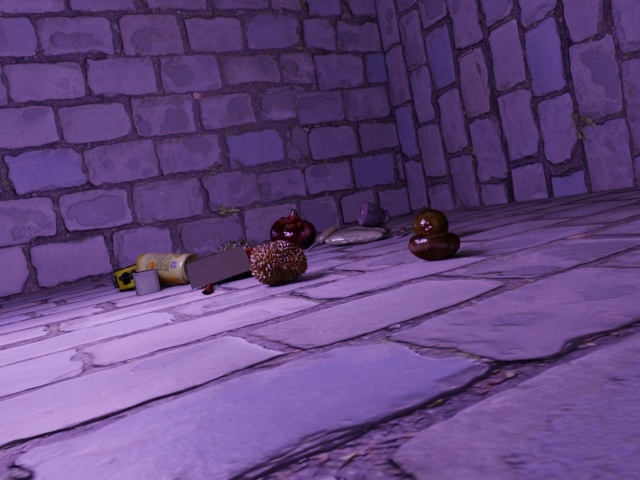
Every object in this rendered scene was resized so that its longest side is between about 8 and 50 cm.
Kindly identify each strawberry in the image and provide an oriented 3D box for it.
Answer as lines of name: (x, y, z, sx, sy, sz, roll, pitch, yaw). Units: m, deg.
strawberry: (-0.269, 0.075, 1.959, 0.228, 0.097, 0.174, -13, 5, -14)

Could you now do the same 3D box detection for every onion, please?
onion: (-0.145, -0.054, 2.784, 0.252, 0.219, 0.252, -3, 9, 1)

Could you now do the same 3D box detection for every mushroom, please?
mushroom: (0.303, 0.012, 1.447, 0.135, 0.080, 0.170, 3, 5, 9)

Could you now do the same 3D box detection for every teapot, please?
teapot: (0.249, -0.106, 2.547, 0.146, 0.148, 0.116, 11, 45, -7)

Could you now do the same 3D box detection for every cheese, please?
cheese: (0.000, 0.000, 2.561, 0.192, 0.037, 0.097, -38, -15, -38)

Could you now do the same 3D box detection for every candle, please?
candle: (-0.340, 0.146, 1.654, 0.026, 0.021, 0.167, -31, 6, -3)

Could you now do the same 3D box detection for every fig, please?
fig: (0.423, -0.048, 1.955, 0.124, 0.124, 0.236, -8, -8, 32)

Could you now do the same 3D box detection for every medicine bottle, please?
medicine bottle: (-0.589, 0.106, 2.055, 0.239, 0.124, 0.124, -1, 7, 23)

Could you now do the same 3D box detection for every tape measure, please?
tape measure: (-0.728, 0.142, 2.203, 0.186, 0.112, 0.199, -17, 3, 45)

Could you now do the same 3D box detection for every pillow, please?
pillow: (0.180, -0.029, 2.551, 0.275, 0.076, 0.281, -7, 4, 16)

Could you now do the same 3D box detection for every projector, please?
projector: (-0.632, 0.150, 1.960, 0.083, 0.082, 0.083, -12, 3, -25)

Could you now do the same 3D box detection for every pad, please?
pad: (-0.351, 0.090, 1.856, 0.212, 0.003, 0.143, -18, 41, -10)

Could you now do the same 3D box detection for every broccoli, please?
broccoli: (-0.343, 0.062, 2.136, 0.162, 0.138, 0.145, -44, -23, -16)

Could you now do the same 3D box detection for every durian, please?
durian: (-0.122, 0.061, 1.518, 0.158, 0.136, 0.168, 11, 3, -24)

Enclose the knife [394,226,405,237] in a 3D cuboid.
knife: (0.366, -0.033, 2.487, 0.046, 0.022, 0.256, -3, 9, 13)
